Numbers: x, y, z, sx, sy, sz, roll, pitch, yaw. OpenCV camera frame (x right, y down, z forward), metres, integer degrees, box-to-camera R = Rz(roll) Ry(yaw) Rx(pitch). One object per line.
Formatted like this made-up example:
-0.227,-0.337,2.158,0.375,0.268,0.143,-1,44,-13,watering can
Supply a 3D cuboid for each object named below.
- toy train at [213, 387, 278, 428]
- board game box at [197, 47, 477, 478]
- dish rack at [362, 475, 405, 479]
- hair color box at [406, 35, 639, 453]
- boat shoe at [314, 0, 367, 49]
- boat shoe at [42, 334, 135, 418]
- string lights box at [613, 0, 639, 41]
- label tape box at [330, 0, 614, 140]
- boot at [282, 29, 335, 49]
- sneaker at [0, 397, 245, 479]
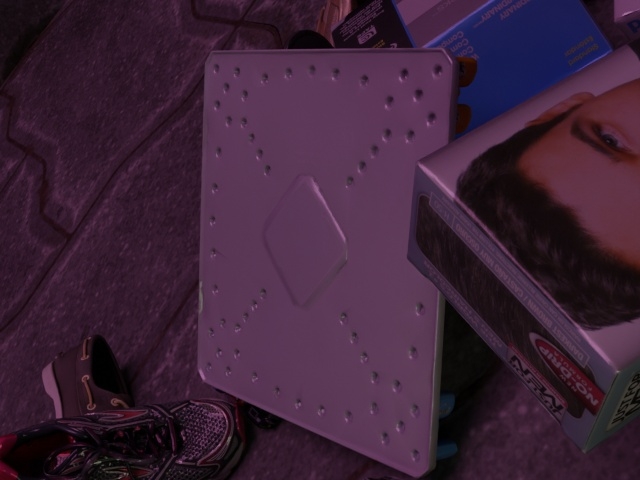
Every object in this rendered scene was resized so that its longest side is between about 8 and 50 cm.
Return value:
-0.094,0.186,1.204,0.158,0.027,0.036,29,95,56,toy train
0.000,0.000,1.041,0.390,0.050,0.390,12,103,50,board game box
0.042,0.346,0.859,0.208,0.074,0.271,20,74,54,dish rack
0.263,-0.045,0.682,0.374,0.114,0.185,-30,59,-18,hair color box
0.036,-0.282,1.379,0.110,0.121,0.341,-21,47,38,boat shoe
-0.286,0.232,1.319,0.091,0.109,0.305,-43,39,0,boat shoe
0.379,-0.324,1.040,0.133,0.076,0.260,-22,45,39,string lights box
0.151,-0.208,1.075,0.249,0.115,0.348,-33,26,14,label tape box
-0.057,-0.146,1.287,0.091,0.263,0.229,-25,27,-30,boot
-0.233,0.249,1.154,0.299,0.112,0.121,-14,60,0,sneaker
